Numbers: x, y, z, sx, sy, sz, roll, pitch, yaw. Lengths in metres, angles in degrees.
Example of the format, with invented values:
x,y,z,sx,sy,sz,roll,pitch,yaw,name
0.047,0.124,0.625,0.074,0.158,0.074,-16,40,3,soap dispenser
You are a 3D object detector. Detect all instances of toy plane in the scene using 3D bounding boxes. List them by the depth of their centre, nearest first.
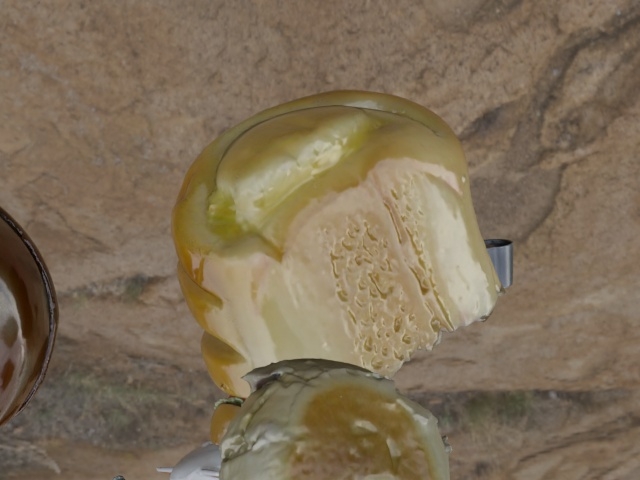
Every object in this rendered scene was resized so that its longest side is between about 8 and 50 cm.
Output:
x,y,z,sx,sy,sz,roll,pitch,yaw,name
-0.118,0.353,1.082,0.244,0.118,0.245,7,157,3,toy plane

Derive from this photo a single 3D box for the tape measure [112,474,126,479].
x,y,z,sx,sy,sz,roll,pitch,yaw,name
-0.259,0.480,1.039,0.084,0.330,0.164,-30,116,3,tape measure

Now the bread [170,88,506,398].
x,y,z,sx,sy,sz,roll,pitch,yaw,name
0.000,0.000,0.744,0.211,0.315,0.270,-1,115,60,bread

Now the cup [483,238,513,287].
x,y,z,sx,sy,sz,roll,pitch,yaw,name
0.299,0.041,1.375,0.078,0.100,0.077,-12,102,-30,cup

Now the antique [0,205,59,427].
x,y,z,sx,sy,sz,roll,pitch,yaw,name
-0.371,0.055,0.694,0.223,0.129,0.278,-44,90,7,antique

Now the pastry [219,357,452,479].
x,y,z,sx,sy,sz,roll,pitch,yaw,name
0.010,0.152,0.508,0.165,0.166,0.088,22,147,-21,pastry

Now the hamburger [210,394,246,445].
x,y,z,sx,sy,sz,roll,pitch,yaw,name
-0.100,0.400,1.582,0.274,0.212,0.275,23,137,23,hamburger
